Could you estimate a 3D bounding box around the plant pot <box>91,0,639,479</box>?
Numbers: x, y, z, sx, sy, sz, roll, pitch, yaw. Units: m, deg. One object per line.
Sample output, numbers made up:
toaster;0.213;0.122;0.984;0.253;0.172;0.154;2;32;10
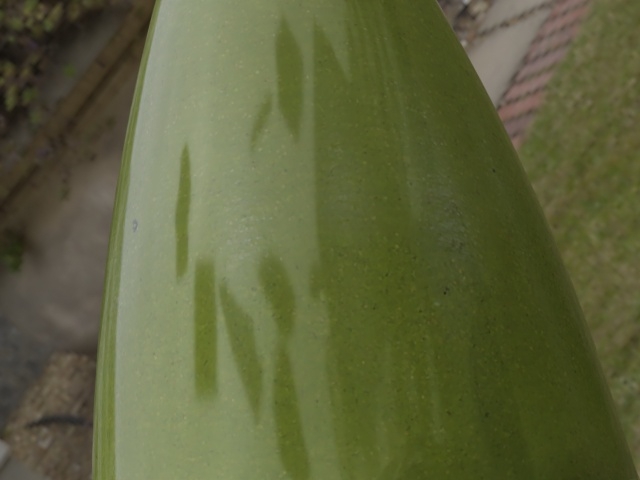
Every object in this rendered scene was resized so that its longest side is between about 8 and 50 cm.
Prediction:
plant pot;0.000;0.000;0.719;0.275;0.275;0.293;-24;72;58
